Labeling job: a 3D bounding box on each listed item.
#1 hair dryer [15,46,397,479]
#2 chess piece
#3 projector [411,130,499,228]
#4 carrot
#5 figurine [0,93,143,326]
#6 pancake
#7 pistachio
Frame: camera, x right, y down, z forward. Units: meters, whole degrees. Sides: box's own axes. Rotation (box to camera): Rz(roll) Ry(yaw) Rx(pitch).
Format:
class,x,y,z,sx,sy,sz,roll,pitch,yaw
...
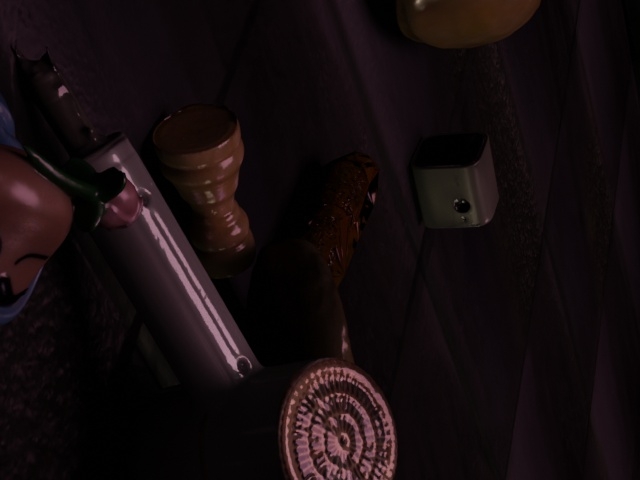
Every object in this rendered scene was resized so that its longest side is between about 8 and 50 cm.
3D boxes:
class,x,y,z,sx,sy,sz,roll,pitch,yaw
hair dryer,-0.102,0.032,0.936,0.107,0.173,0.357,-42,109,-44
chess piece,-0.079,-0.033,1.078,0.066,0.066,0.122,-68,154,-47
projector,0.155,-0.070,1.678,0.083,0.083,0.082,-63,145,-52
carrot,0.001,0.000,1.290,0.229,0.069,0.069,-65,147,-48
figurine,-0.170,-0.038,0.731,0.114,0.144,0.178,58,24,-60
pancake,-0.021,0.114,1.096,0.242,0.050,0.242,173,-90,-76
pistachio,0.156,-0.295,1.597,0.182,0.162,0.293,-68,163,10
